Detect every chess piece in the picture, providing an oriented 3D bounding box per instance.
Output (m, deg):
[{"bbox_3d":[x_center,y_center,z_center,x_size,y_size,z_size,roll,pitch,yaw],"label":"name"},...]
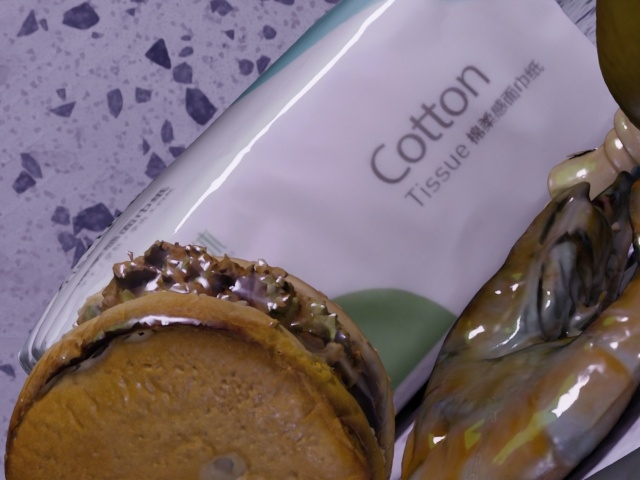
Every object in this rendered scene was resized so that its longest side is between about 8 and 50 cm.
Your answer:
[{"bbox_3d":[0.177,-0.056,0.940,0.172,0.060,0.060,-44,5,35],"label":"chess piece"}]

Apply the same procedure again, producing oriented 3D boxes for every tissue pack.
[{"bbox_3d":[-0.001,-0.001,1.116,0.356,0.194,0.266,-47,7,-12],"label":"tissue pack"}]

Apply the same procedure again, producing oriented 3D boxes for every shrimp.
[{"bbox_3d":[0.114,0.024,0.788,0.254,0.059,0.145,-49,9,-35],"label":"shrimp"}]

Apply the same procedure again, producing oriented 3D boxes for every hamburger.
[{"bbox_3d":[-0.056,0.089,0.881,0.182,0.191,0.118,-15,21,10],"label":"hamburger"}]

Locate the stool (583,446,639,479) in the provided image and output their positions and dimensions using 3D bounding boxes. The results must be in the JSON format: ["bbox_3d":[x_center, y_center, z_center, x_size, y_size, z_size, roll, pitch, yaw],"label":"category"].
[{"bbox_3d":[0.087,0.082,0.369,0.110,0.096,0.096,-39,7,20],"label":"stool"}]

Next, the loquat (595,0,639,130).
[{"bbox_3d":[0.192,-0.117,0.799,0.152,0.152,0.195,-51,-10,-47],"label":"loquat"}]
